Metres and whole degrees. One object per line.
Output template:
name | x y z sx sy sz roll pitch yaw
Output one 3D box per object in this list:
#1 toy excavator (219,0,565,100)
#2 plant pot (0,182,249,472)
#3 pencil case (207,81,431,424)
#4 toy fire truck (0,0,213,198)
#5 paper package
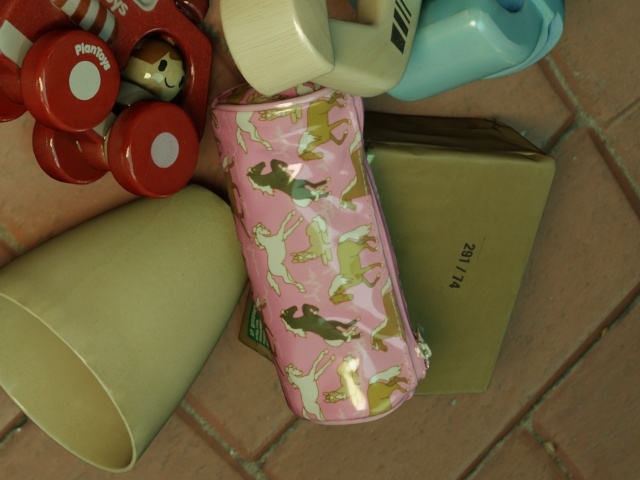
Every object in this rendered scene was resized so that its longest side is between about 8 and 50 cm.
toy excavator | 0.090 -0.245 1.610 0.222 0.445 0.433 -19 137 31
plant pot | -0.204 0.069 1.736 0.274 0.256 0.256 -43 132 -30
pencil case | 0.000 0.000 1.703 0.167 0.160 0.386 -22 107 -20
toy fire truck | -0.216 -0.196 1.639 0.302 0.169 0.254 41 69 -41
paper package | 0.090 0.013 1.935 0.309 0.168 0.325 2 112 -33
